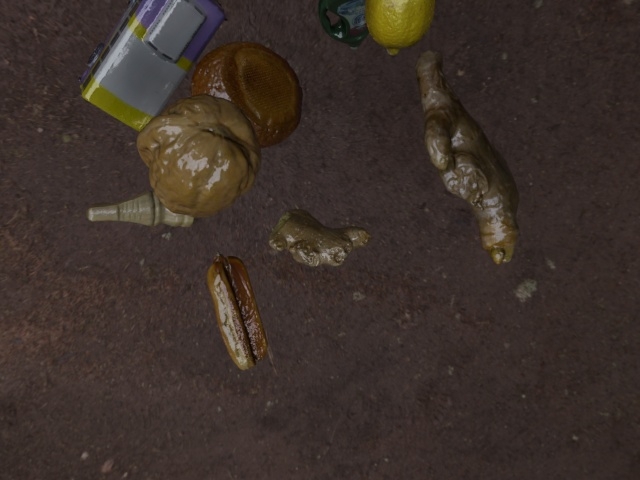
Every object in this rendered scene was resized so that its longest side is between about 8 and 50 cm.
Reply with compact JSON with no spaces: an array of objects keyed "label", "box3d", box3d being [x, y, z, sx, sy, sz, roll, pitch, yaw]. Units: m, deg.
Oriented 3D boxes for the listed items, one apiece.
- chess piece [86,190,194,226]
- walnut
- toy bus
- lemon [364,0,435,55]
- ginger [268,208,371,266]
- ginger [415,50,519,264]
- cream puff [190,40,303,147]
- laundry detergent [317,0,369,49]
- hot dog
[{"label":"chess piece","box3d":[-0.527,-0.092,1.471,0.300,0.137,0.137,-6,104,-31]},{"label":"walnut","box3d":[-0.239,-0.160,0.987,0.257,0.257,0.225,6,70,-11]},{"label":"toy bus","box3d":[-0.466,-0.545,1.394,0.209,0.249,0.440,32,102,-37]},{"label":"lemon","box3d":[0.089,-0.265,0.565,0.082,0.082,0.111,-13,131,-7]},{"label":"ginger","box3d":[-0.002,0.003,1.070,0.213,0.137,0.074,16,143,-1]},{"label":"ginger","box3d":[0.224,-0.116,0.747,0.080,0.166,0.333,-17,116,35]},{"label":"cream puff","box3d":[-0.207,-0.382,1.348,0.303,0.212,0.303,10,74,-39]},{"label":"laundry detergent","box3d":[0.063,-0.495,1.105,0.137,0.211,0.063,-17,75,-2]},{"label":"hot dog","box3d":[-0.162,0.131,0.953,0.092,0.062,0.236,-23,104,-49]}]
